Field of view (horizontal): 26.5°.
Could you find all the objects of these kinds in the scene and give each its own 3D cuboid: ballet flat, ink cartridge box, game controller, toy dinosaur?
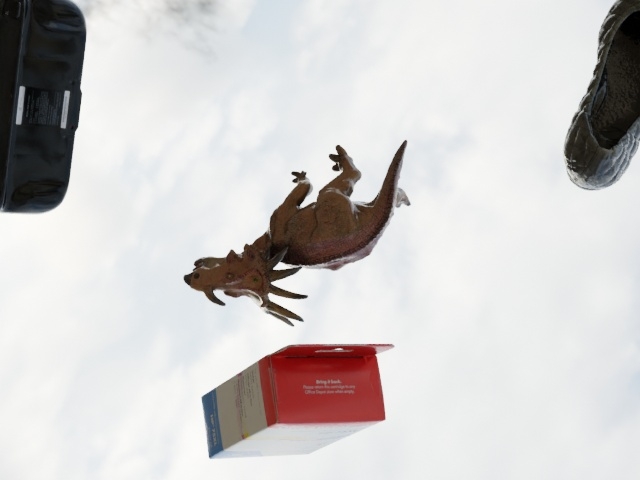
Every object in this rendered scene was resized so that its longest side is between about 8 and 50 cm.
[{"bbox_3d":[0.202,-0.106,0.878,0.049,0.057,0.173,123,-9,-64],"label":"ballet flat"},{"bbox_3d":[-0.023,0.176,1.481,0.231,0.134,0.078,-36,-123,56],"label":"ink cartridge box"},{"bbox_3d":[-0.420,-0.193,1.936,0.067,0.166,0.319,17,-78,44],"label":"game controller"},{"bbox_3d":[0.000,0.000,1.635,0.296,0.127,0.200,-26,-157,29],"label":"toy dinosaur"}]
